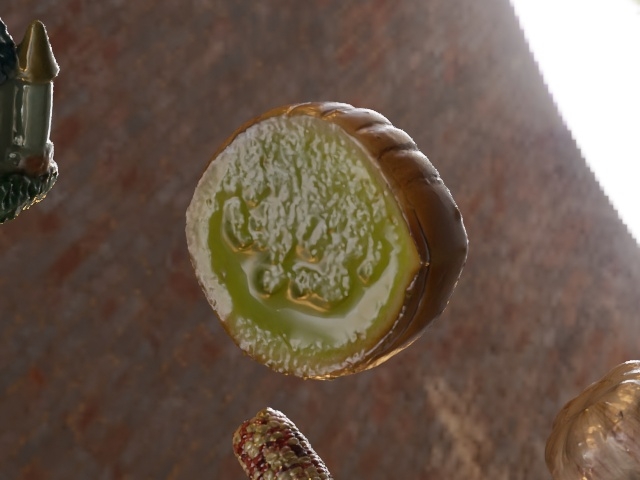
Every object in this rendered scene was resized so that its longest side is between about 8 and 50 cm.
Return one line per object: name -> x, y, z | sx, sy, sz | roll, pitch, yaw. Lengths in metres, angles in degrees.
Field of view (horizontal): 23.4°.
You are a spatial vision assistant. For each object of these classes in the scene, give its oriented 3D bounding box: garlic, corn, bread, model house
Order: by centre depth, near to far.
bread -> 0.000, 0.000, 1.252 | 0.070, 0.236, 0.236 | -10, -79, -58
model house -> -0.438, -0.211, 1.797 | 0.194, 0.267, 0.324 | -35, -39, -53
corn -> -0.018, 0.313, 1.866 | 0.086, 0.253, 0.086 | -27, -31, -18
garlic -> 0.418, 0.284, 2.034 | 0.212, 0.218, 0.218 | 45, -139, -6
